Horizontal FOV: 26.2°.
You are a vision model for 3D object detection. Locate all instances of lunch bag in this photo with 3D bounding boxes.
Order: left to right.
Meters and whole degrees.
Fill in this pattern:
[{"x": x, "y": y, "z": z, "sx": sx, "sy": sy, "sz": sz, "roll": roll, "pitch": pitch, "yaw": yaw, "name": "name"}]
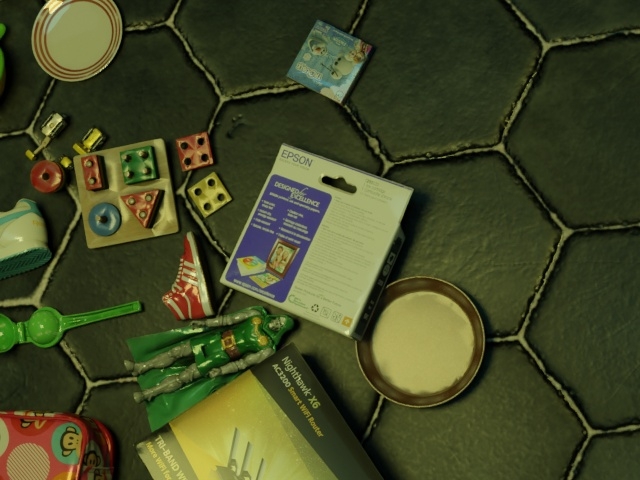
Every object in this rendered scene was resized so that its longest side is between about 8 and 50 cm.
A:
[{"x": -0.411, "y": 0.370, "z": 1.817, "sx": 0.258, "sy": 0.120, "sz": 0.293, "roll": 1, "pitch": 81, "yaw": 16, "name": "lunch bag"}]

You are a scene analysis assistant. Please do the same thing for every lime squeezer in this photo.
[{"x": -0.404, "y": 0.111, "z": 1.879, "sx": 0.310, "sy": 0.110, "sz": 0.059, "roll": -4, "pitch": 59, "yaw": -16, "name": "lime squeezer"}]

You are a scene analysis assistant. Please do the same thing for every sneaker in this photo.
[{"x": -0.490, "y": 0.011, "z": 1.930, "sx": 0.228, "sy": 0.087, "sz": 0.092, "roll": -15, "pitch": 69, "yaw": 5, "name": "sneaker"}, {"x": -0.185, "y": 0.050, "z": 1.854, "sx": 0.067, "sy": 0.042, "sz": 0.118, "roll": -15, "pitch": 78, "yaw": 9, "name": "sneaker"}]

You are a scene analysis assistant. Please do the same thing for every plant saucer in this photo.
[{"x": 0.129, "y": 0.130, "z": 1.760, "sx": 0.168, "sy": 0.029, "sz": 0.168, "roll": -3, "pitch": 79, "yaw": 16, "name": "plant saucer"}]

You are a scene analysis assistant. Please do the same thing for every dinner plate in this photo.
[{"x": -0.348, "y": -0.295, "z": 1.976, "sx": 0.141, "sy": 0.017, "sz": 0.141, "roll": -3, "pitch": 79, "yaw": 16, "name": "dinner plate"}]

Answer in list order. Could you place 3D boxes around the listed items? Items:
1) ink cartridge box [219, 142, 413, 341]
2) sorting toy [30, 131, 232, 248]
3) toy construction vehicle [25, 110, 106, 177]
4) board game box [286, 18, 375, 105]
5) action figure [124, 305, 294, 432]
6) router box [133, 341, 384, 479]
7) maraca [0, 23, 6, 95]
[{"x": 0.000, "y": 0.000, "z": 1.797, "sx": 0.206, "sy": 0.045, "sz": 0.208, "roll": 22, "pitch": 85, "yaw": 25, "name": "ink cartridge box"}, {"x": -0.262, "y": -0.066, "z": 1.882, "sx": 0.274, "sy": 0.046, "sz": 0.132, "roll": -10, "pitch": 86, "yaw": 10, "name": "sorting toy"}, {"x": -0.359, "y": -0.134, "z": 1.945, "sx": 0.086, "sy": 0.035, "sz": 0.098, "roll": 39, "pitch": 94, "yaw": 7, "name": "toy construction vehicle"}, {"x": 0.014, "y": -0.241, "z": 1.865, "sx": 0.090, "sy": 0.020, "sz": 0.090, "roll": 28, "pitch": 90, "yaw": 18, "name": "board game box"}, {"x": -0.141, "y": 0.147, "z": 1.818, "sx": 0.232, "sy": 0.063, "sz": 0.137, "roll": -23, "pitch": 72, "yaw": 7, "name": "action figure"}, {"x": -0.051, "y": 0.322, "z": 1.723, "sx": 0.243, "sy": 0.081, "sz": 0.309, "roll": -33, "pitch": 73, "yaw": -6, "name": "router box"}, {"x": -0.505, "y": -0.244, "z": 1.972, "sx": 0.127, "sy": 0.099, "sz": 0.186, "roll": -13, "pitch": 52, "yaw": 16, "name": "maraca"}]
